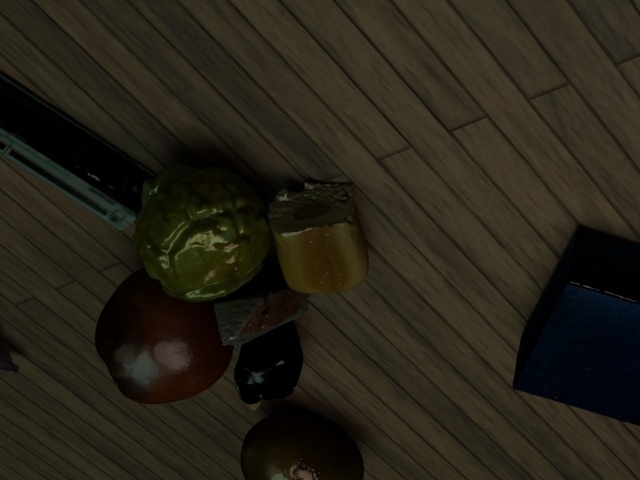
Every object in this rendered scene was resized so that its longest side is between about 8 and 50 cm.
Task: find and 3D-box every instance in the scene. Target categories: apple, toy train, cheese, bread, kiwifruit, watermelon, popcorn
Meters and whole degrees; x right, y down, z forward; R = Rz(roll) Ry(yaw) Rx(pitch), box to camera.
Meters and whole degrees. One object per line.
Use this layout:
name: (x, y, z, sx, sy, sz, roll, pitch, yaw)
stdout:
apple: (-0.262, 0.153, 1.936, 0.230, 0.230, 0.230, 11, 141, 9)
toy train: (-0.436, -0.160, 1.760, 0.407, 0.086, 0.088, 35, 145, -19)
cheese: (-0.666, 0.206, 2.295, 0.191, 0.105, 0.042, 32, 96, -10)
bread: (-0.001, -0.001, 1.764, 0.134, 0.085, 0.173, -9, 137, 1)
kiwifruit: (-0.039, 0.413, 2.198, 0.234, 0.196, 0.196, 34, 139, -22)
watermelon: (-0.099, 0.109, 1.829, 0.154, 0.241, 0.094, -16, 88, 15)
popcorn: (-0.171, -0.009, 1.751, 0.204, 0.184, 0.221, -21, 145, -10)

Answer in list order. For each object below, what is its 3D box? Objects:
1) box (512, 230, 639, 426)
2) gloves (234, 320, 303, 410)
box: (0.446, 0.138, 1.732, 0.261, 0.116, 0.279, 18, 142, 3)
gloves: (-0.087, 0.209, 2.030, 0.124, 0.164, 0.203, 24, 169, 17)
